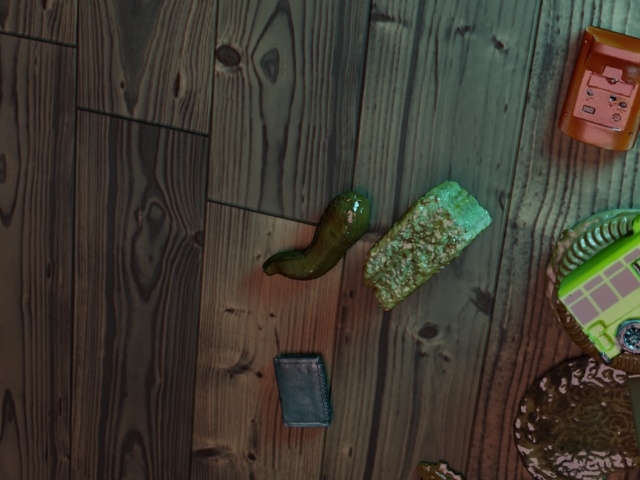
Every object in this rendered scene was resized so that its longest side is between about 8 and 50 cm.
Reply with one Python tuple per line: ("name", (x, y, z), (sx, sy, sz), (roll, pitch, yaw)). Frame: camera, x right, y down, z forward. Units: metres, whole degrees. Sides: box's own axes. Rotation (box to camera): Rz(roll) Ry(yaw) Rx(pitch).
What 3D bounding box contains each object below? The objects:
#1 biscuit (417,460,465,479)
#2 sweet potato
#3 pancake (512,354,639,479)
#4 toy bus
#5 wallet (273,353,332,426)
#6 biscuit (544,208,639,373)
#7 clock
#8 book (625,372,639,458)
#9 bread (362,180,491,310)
("biscuit", (0.194, 0.406, 2.068), (0.082, 0.016, 0.092), (18, 113, 15))
("sweet potato", (0.002, 0.006, 1.978), (0.233, 0.062, 0.081), (-41, 75, 32))
("pancake", (0.446, 0.302, 1.917), (0.286, 0.033, 0.288), (37, 119, 5))
("toy bus", (0.458, 0.035, 1.670), (0.262, 0.128, 0.150), (-39, 88, 23))
("wallet", (-0.028, 0.252, 2.097), (0.088, 0.026, 0.129), (-3, 107, 19))
("biscuit", (0.450, 0.071, 1.800), (0.259, 0.079, 0.259), (7, 110, 20))
("clock", (0.400, -0.207, 1.732), (0.113, 0.061, 0.155), (19, 117, 15))
("book", (0.617, 0.272, 1.815), (0.310, 0.021, 0.217), (-8, 106, 17))
("bread", (0.150, 0.005, 1.872), (0.102, 0.138, 0.196), (49, 120, 4))
